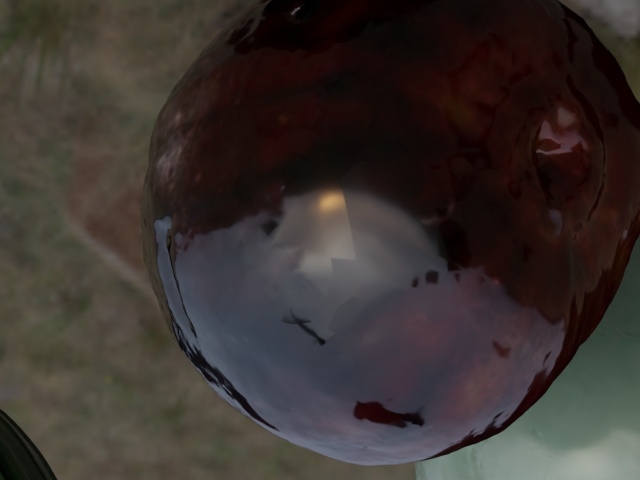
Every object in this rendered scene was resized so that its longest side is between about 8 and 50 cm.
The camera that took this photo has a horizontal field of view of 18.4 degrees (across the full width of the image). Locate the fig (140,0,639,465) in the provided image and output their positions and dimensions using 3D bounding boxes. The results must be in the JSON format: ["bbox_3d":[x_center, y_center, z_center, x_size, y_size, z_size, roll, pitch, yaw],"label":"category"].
[{"bbox_3d":[-0.004,-0.011,0.774,0.249,0.203,0.186,-7,134,39],"label":"fig"}]

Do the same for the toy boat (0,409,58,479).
[{"bbox_3d":[-0.139,0.142,0.945,0.052,0.210,0.104,-33,150,-9],"label":"toy boat"}]

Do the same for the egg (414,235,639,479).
[{"bbox_3d":[0.214,0.103,1.007,0.389,0.276,0.276,4,172,-44],"label":"egg"}]
